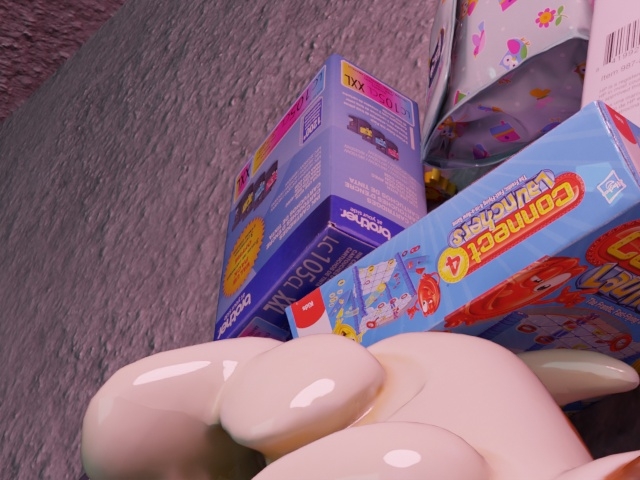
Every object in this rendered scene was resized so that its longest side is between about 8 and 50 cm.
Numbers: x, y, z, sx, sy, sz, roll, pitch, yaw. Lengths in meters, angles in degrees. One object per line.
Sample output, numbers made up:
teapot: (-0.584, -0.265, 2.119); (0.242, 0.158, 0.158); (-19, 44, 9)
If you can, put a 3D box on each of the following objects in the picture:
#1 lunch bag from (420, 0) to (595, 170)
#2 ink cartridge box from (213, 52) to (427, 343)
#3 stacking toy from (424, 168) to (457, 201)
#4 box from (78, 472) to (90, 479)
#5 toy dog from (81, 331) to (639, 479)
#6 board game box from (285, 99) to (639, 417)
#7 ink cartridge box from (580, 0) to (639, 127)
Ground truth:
lunch bag: (0.213, -0.215, 1.239); (0.262, 0.160, 0.223); (-26, 45, 40)
ink cartridge box: (0.000, 0.000, 1.358); (0.270, 0.151, 0.395); (-49, 27, 35)
stacking toy: (0.220, -0.138, 1.350); (0.221, 0.052, 0.167); (-9, 51, 49)
box: (-0.208, 0.463, 1.115); (0.293, 0.212, 0.395); (-46, 28, 10)
toy dog: (0.107, 0.205, 0.616); (0.395, 0.285, 0.408); (-15, 13, -28)
board game box: (0.187, 0.050, 0.901); (0.302, 0.308, 0.086); (-35, 55, 29)
ink cartridge box: (0.415, -0.227, 1.031); (0.285, 0.166, 0.395); (-22, 42, 43)
